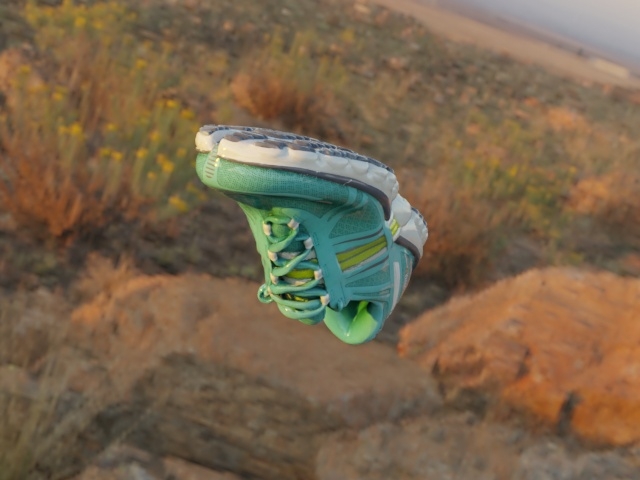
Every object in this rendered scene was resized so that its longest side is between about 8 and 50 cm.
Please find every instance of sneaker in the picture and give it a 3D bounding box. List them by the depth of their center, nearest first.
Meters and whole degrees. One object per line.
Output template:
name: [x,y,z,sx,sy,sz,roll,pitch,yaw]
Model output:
sneaker: [0.000,0.000,0.880,0.107,0.110,0.275,16,-11,28]
